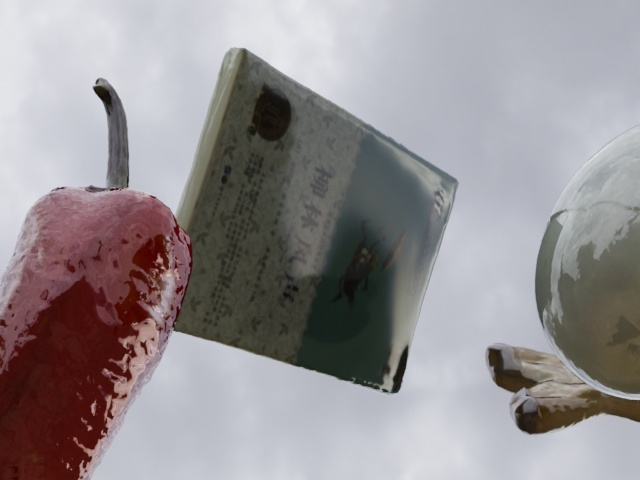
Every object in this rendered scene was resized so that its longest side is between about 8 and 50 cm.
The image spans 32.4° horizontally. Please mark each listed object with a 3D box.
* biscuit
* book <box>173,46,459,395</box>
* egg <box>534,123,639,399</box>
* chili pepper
[{"bbox_3d":[0.283,0.152,1.123,0.208,0.164,0.047,1,-67,-6],"label":"biscuit"},{"bbox_3d":[0.000,0.000,1.109,0.031,0.264,0.379,12,-7,42],"label":"book"},{"bbox_3d":[0.231,0.009,0.768,0.151,0.209,0.151,19,-21,7],"label":"egg"},{"bbox_3d":[-0.161,0.028,0.797,0.134,0.338,0.131,38,-30,-26],"label":"chili pepper"}]
